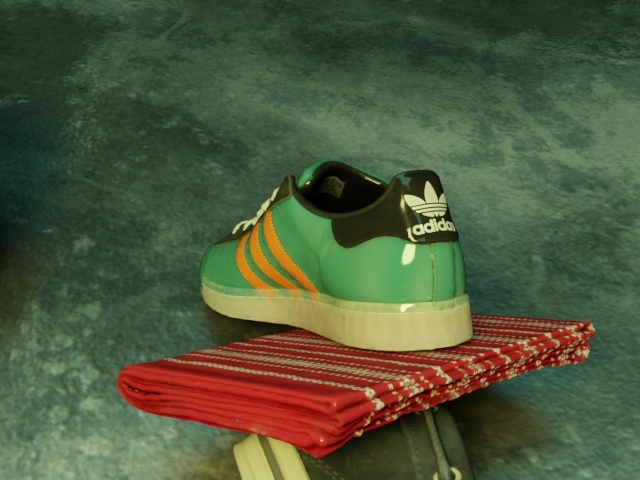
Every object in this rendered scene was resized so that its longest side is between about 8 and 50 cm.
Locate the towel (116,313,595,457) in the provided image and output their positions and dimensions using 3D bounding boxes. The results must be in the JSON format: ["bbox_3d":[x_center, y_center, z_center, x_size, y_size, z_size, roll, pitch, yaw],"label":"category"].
[{"bbox_3d":[0.029,0.081,0.609,0.199,0.031,0.275,1,6,45],"label":"towel"}]

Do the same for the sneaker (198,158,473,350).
[{"bbox_3d":[0.000,0.000,0.679,0.108,0.121,0.302,-6,6,-34],"label":"sneaker"}]

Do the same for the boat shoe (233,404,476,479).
[{"bbox_3d":[0.096,0.261,0.425,0.156,0.186,0.500,-17,39,-11],"label":"boat shoe"}]
